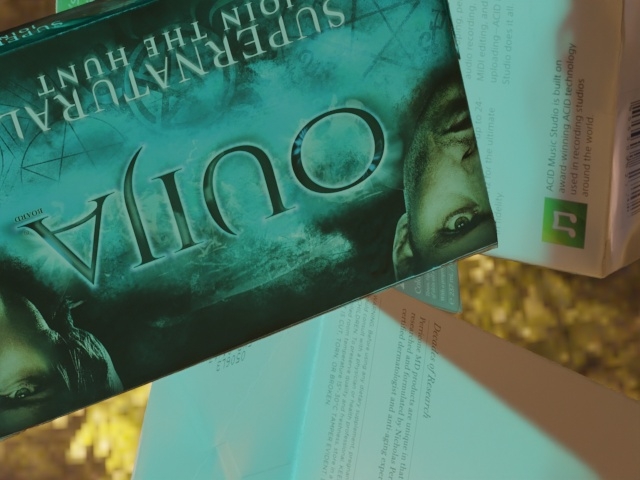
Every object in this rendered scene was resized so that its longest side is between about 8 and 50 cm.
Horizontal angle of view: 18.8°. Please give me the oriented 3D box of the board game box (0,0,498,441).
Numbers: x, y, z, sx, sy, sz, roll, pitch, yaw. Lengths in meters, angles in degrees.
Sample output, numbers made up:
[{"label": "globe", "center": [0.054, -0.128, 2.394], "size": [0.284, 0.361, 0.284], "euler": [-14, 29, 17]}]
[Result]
[{"label": "board game box", "center": [-0.040, -0.023, 0.628], "size": [0.186, 0.026, 0.126], "euler": [-21, -64, -12]}]

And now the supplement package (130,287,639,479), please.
[{"label": "supplement package", "center": [0.059, 0.161, 1.077], "size": [0.293, 0.175, 0.177], "euler": [24, -29, -27]}]

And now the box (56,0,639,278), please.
[{"label": "box", "center": [0.009, -0.124, 0.933], "size": [0.322, 0.232, 0.058], "euler": [11, 18, 29]}]

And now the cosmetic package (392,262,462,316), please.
[{"label": "cosmetic package", "center": [0.000, 0.000, 1.694], "size": [0.238, 0.127, 0.107], "euler": [18, -33, -35]}]
